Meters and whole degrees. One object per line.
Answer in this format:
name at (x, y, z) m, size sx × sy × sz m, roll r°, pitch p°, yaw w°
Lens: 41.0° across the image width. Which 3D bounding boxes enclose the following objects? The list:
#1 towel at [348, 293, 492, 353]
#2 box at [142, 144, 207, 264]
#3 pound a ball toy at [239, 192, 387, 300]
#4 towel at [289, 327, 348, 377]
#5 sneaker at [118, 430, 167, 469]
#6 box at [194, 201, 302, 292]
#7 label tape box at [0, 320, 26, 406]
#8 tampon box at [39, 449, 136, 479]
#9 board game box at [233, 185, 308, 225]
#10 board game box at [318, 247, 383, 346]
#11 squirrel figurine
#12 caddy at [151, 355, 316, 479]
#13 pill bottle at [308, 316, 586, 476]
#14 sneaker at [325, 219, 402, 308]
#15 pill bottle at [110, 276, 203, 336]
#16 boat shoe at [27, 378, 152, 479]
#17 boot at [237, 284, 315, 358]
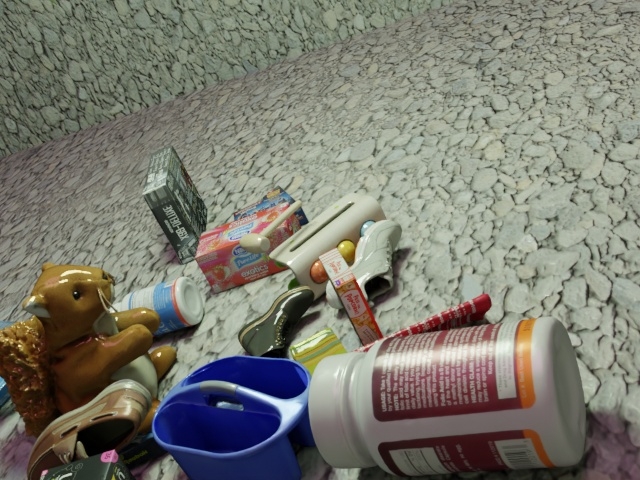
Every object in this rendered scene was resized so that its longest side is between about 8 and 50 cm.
towel at (0.182, 0.173, 1.580) m, size 0.275 × 0.031 × 0.199 m, roll -23°, pitch -13°, yaw -1°
box at (-0.415, -0.110, 2.481) m, size 0.077 × 0.242 × 0.307 m, roll -23°, pitch 28°, yaw 6°
pound a ball toy at (0.000, 0.000, 1.973) m, size 0.319 × 0.208 × 0.136 m, roll -38°, pitch 29°, yaw -23°
towel at (0.015, 0.253, 1.723) m, size 0.102 × 0.021 × 0.237 m, roll -30°, pitch 28°, yaw -6°
sneaker at (-0.356, 0.411, 1.728) m, size 0.144 × 0.053 × 0.059 m, roll -23°, pitch 25°, yaw 3°
box at (-0.175, 0.018, 2.182) m, size 0.257 × 0.122 × 0.128 m, roll -19°, pitch 29°, yaw 13°
label tape box at (-0.827, 0.328, 2.213) m, size 0.348 × 0.115 × 0.249 m, roll 0°, pitch 37°, yaw 35°
tampon box at (-0.446, 0.489, 1.614) m, size 0.161 × 0.101 × 0.120 m, roll -20°, pitch 29°, yaw 12°
board game box at (-0.142, -0.074, 2.384) m, size 0.194 × 0.060 × 0.194 m, roll -24°, pitch 26°, yaw 4°
board game box at (0.067, 0.128, 1.708) m, size 0.045 × 0.193 × 0.146 m, roll -27°, pitch 28°, yaw -2°
squirrel figurine at (-0.541, 0.239, 1.837) m, size 0.397 × 0.370 × 0.281 m, roll -20°, pitch 28°, yaw 11°
caddy at (-0.150, 0.324, 1.569) m, size 0.342 × 0.179 × 0.241 m, roll -2°, pitch 37°, yaw 38°
pill bottle at (0.196, 0.253, 1.350) m, size 0.392 × 0.224 × 0.224 m, roll -11°, pitch 31°, yaw 26°
sneaker at (0.129, 0.061, 1.900) m, size 0.121 × 0.099 × 0.262 m, roll 11°, pitch 52°, yaw 39°
pill bottle at (-0.412, 0.175, 2.110) m, size 0.222 × 0.124 × 0.124 m, roll -18°, pitch 28°, yaw 17°
boat shoe at (-0.473, 0.405, 1.705) m, size 0.324 × 0.123 × 0.116 m, roll -42°, pitch 22°, yaw 16°
boot at (-0.076, 0.193, 1.854) m, size 0.198 × 0.077 × 0.137 m, roll -42°, pitch 28°, yaw -1°
